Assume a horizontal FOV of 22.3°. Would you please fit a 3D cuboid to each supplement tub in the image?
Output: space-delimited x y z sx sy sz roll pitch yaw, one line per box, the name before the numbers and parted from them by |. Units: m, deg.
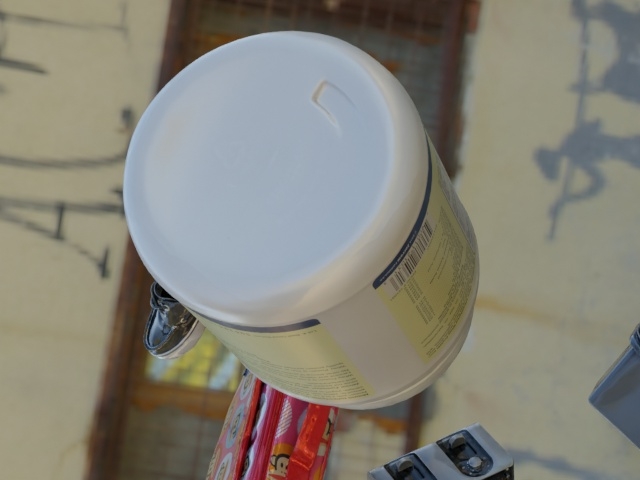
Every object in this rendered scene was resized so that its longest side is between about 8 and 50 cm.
supplement tub | 0.000 0.000 1.326 0.325 0.235 0.235 55 -140 -63

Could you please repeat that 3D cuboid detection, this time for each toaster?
toaster | 0.159 0.339 2.062 0.110 0.168 0.185 52 158 45

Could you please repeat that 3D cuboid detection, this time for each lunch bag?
lunch bag | -0.052 0.263 2.058 0.258 0.120 0.293 130 157 -57

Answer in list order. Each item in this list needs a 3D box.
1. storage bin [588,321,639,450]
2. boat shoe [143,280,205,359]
storage bin | 0.325 0.154 1.547 0.091 0.135 0.098 -50 -6 23
boat shoe | -0.159 0.057 1.890 0.228 0.076 0.080 -48 53 36
